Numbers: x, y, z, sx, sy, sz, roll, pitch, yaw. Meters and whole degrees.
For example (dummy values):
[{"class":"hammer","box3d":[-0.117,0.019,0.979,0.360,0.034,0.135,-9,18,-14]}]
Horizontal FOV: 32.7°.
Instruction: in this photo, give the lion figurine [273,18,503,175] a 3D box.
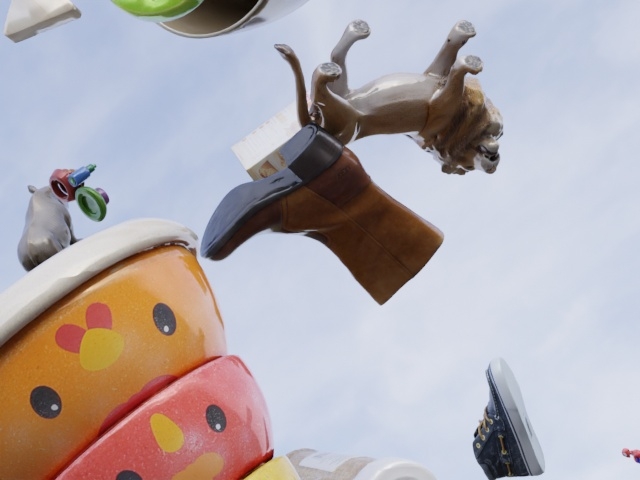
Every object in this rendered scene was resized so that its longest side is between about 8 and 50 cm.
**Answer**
[{"class":"lion figurine","box3d":[0.100,-0.194,1.583,0.392,0.142,0.240,2,-37,-17]}]

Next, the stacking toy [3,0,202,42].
[{"class":"stacking toy","box3d":[-0.224,-0.348,1.233,0.309,0.279,0.130,-9,-14,12]}]

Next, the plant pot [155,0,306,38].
[{"class":"plant pot","box3d":[-0.106,-0.416,1.602,0.256,0.256,0.274,-42,-13,24]}]

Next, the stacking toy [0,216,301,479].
[{"class":"stacking toy","box3d":[-0.120,0.247,1.008,0.350,0.480,0.350,-42,-10,-9]}]

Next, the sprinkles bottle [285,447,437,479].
[{"class":"sprinkles bottle","box3d":[0.041,0.359,1.535,0.121,0.121,0.355,-9,-4,-23]}]

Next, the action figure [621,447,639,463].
[{"class":"action figure","box3d":[0.521,0.351,1.691,0.038,0.115,0.030,23,-88,-60]}]

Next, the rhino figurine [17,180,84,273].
[{"class":"rhino figurine","box3d":[-0.415,-0.020,1.680,0.073,0.243,0.106,-24,-51,11]}]

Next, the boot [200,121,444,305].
[{"class":"boot","box3d":[0.000,0.000,1.580,0.264,0.096,0.280,-45,-61,7]}]

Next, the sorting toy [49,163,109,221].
[{"class":"sorting toy","box3d":[-0.304,-0.070,1.411,0.042,0.102,0.061,-42,-29,-39]}]

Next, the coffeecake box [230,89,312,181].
[{"class":"coffeecake box","box3d":[-0.058,-0.179,1.974,0.185,0.142,0.068,-37,-64,0]}]

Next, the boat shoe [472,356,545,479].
[{"class":"boat shoe","box3d":[0.236,0.246,1.464,0.083,0.065,0.183,-16,-71,18]}]
